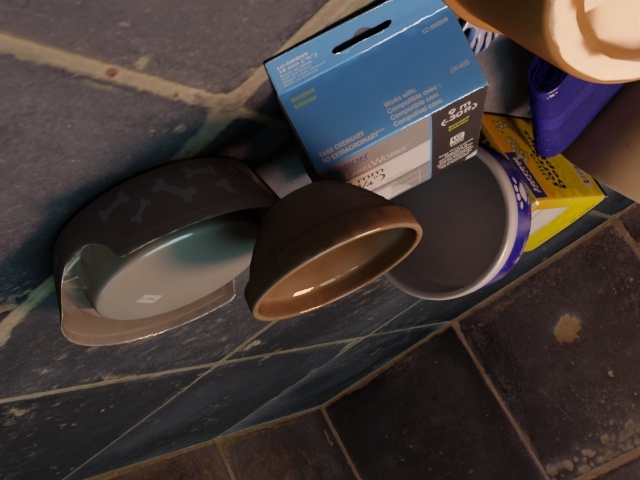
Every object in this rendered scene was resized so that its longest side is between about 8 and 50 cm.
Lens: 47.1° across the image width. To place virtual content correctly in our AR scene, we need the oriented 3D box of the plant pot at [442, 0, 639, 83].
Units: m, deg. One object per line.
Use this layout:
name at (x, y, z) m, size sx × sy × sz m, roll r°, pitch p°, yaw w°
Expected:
plant pot at (0.227, -0.266, 0.589) m, size 0.291 × 0.203 × 0.291 m, roll -11°, pitch 139°, yaw -10°

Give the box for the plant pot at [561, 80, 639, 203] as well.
plant pot at (0.597, -0.191, 1.324) m, size 0.284 × 0.284 × 0.191 m, roll -6°, pitch 128°, yaw -50°

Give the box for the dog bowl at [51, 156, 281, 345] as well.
dog bowl at (-0.203, 0.016, 1.011) m, size 0.349 × 0.102 × 0.349 m, roll -26°, pitch 161°, yaw -10°

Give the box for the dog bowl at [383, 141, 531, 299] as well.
dog bowl at (0.204, -0.039, 1.208) m, size 0.265 × 0.265 × 0.104 m, roll -40°, pitch 162°, yaw 30°

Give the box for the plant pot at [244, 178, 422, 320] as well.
plant pot at (0.000, 0.000, 0.929) m, size 0.237 × 0.110 × 0.237 m, roll -25°, pitch 162°, yaw -9°

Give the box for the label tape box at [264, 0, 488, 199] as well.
label tape box at (0.084, -0.160, 0.955) m, size 0.240 × 0.106 × 0.333 m, roll -28°, pitch 162°, yaw 0°

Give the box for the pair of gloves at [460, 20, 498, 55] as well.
pair of gloves at (0.259, -0.307, 0.967) m, size 0.198 × 0.023 × 0.159 m, roll -25°, pitch 161°, yaw -14°

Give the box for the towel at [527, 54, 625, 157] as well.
towel at (0.407, -0.266, 1.154) m, size 0.227 × 0.076 × 0.308 m, roll -47°, pitch 158°, yaw 3°

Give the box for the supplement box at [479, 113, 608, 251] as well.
supplement box at (0.356, -0.098, 1.388) m, size 0.194 × 0.195 × 0.356 m, roll -42°, pitch 159°, yaw 33°
